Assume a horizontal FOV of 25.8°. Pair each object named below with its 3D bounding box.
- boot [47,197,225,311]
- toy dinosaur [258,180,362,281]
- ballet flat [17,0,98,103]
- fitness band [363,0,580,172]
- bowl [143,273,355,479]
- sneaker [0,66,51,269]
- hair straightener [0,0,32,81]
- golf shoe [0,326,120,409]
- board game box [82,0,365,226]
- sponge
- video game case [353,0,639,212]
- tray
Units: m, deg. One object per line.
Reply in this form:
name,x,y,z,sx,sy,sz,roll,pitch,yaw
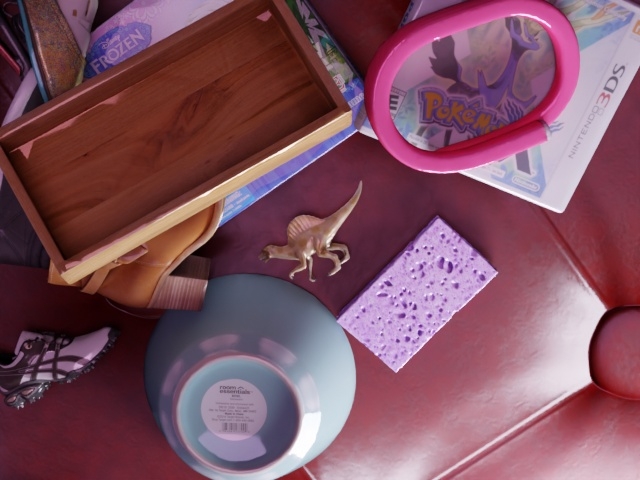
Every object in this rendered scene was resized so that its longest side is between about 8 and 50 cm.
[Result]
boot,-0.243,-0.042,1.854,0.220,0.109,0.283,11,118,-7
toy dinosaur,0.000,0.000,1.947,0.183,0.053,0.092,-32,99,10
ballet flat,-0.355,-0.335,1.821,0.123,0.123,0.348,-22,82,8
fitness band,0.197,-0.201,1.788,0.291,0.054,0.209,-20,114,-8
bowl,-0.106,0.217,1.950,0.312,0.163,0.311,0,104,2
sneaker,-0.374,-0.089,1.920,0.147,0.104,0.295,16,112,-3
hair straightener,-0.420,-0.295,1.899,0.089,0.047,0.230,-36,100,11
golf shoe,-0.384,0.161,1.993,0.198,0.077,0.094,-29,100,8
board game box,-0.131,-0.216,1.894,0.319,0.066,0.318,-35,99,11
sponge,0.135,0.077,1.970,0.117,0.031,0.210,43,102,-7
video game case,0.250,-0.223,1.841,0.329,0.036,0.300,20,104,-20
tray,-0.188,-0.136,1.755,0.411,0.076,0.202,-30,79,-7
